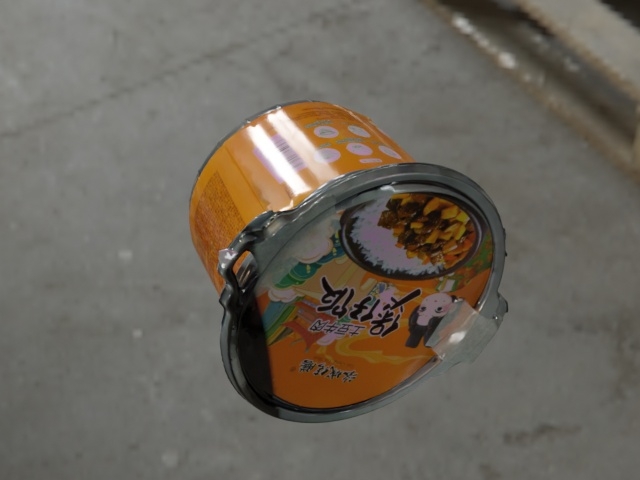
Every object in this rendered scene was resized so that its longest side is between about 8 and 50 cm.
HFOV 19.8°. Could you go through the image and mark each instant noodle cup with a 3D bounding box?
[{"bbox_3d":[0.000,0.000,1.056,0.177,0.208,0.125,-43,47,5],"label":"instant noodle cup"}]
